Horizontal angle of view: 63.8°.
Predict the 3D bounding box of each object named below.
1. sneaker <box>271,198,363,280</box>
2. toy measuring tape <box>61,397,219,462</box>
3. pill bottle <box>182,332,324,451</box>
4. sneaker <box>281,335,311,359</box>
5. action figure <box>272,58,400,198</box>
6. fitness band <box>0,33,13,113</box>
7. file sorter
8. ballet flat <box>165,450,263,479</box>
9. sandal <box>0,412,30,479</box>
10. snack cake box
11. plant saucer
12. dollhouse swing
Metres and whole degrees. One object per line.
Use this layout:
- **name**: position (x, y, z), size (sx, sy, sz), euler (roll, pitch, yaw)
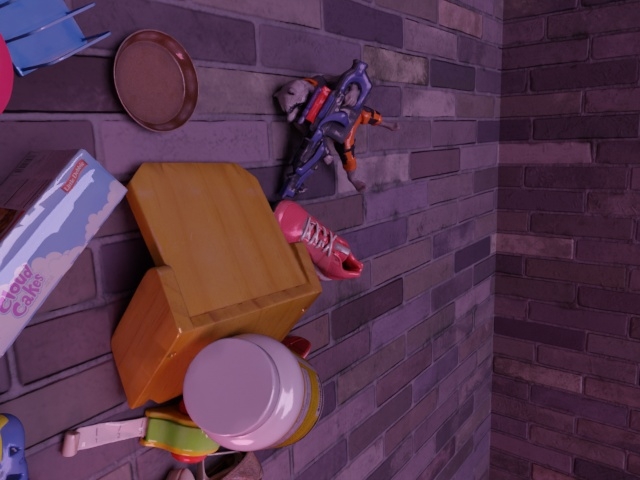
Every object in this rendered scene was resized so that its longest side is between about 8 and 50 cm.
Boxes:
- **sneaker**: position (0.000, 0.000, 1.203), size (0.314, 0.136, 0.115), euler (43, 61, -46)
- **toy measuring tape**: position (-0.275, 0.346, 0.918), size (0.330, 0.121, 0.121), euler (12, 86, -52)
- **pill bottle**: position (-0.109, 0.267, 0.902), size (0.334, 0.188, 0.187), euler (65, 43, -67)
- **sneaker**: position (-0.104, 0.322, 1.185), size (0.221, 0.087, 0.128), euler (-32, 135, -43)
- **action figure**: position (0.009, -0.245, 1.210), size (0.330, 0.178, 0.341), euler (33, 96, -43)
- **fitness band**: position (-0.489, -0.189, 0.576), size (0.209, 0.054, 0.290), euler (63, 36, -35)
- **file sorter**: position (-0.382, -0.328, 0.683), size (0.118, 0.105, 0.170), euler (-51, 132, -36)
- **ballet flat**: position (-0.243, 0.487, 1.011), size (0.316, 0.108, 0.106), euler (-6, 80, -57)
- **sandal**: position (-0.441, 0.385, 0.714), size (0.138, 0.126, 0.317), euler (-4, 107, -56)
- **snack cake box**: position (-0.396, 0.004, 0.675), size (0.089, 0.152, 0.264), euler (53, 55, -43)
- **plant saucer**: position (-0.283, -0.271, 0.882), size (0.168, 0.029, 0.168), euler (-10, 103, -51)
- **dollhouse swing**: position (-0.231, 0.067, 0.978), size (0.347, 0.305, 0.315), euler (-12, 146, -51)
